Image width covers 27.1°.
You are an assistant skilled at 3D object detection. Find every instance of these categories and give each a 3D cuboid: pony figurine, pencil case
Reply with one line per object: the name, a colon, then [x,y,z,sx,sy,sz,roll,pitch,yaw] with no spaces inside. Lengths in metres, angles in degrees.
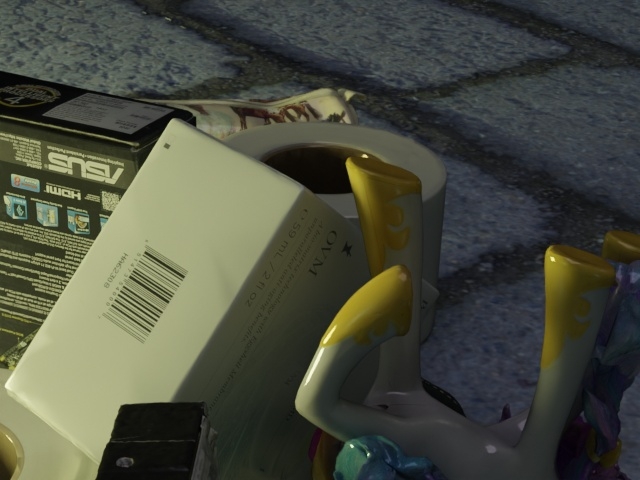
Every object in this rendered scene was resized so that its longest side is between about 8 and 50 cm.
pony figurine: [0.113,0.163,0.895,0.351,0.363,0.303,15,17,-10]
pencil case: [-0.154,-0.093,1.503,0.410,0.183,0.160,-2,26,-10]

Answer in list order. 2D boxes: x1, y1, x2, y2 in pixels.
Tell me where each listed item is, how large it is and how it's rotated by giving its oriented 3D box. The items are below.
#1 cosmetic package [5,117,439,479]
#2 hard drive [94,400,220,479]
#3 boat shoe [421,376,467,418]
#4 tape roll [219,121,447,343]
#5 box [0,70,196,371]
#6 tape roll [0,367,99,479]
cosmetic package: [-0.060,0.071,0.964,0.138,0.224,0.225,30,-3,34]
hard drive: [-0.091,0.271,0.697,0.064,0.236,0.339,-3,25,3]
boat shoe: [-0.019,0.113,1.159,0.340,0.127,0.113,6,37,28]
tape roll: [0.000,0.000,1.340,0.246,0.169,0.246,2,27,-1]
box: [-0.289,0.014,1.117,0.395,0.318,0.097,13,27,23]
tape roll: [-0.289,0.205,0.975,0.286,0.100,0.286,2,25,-1]
